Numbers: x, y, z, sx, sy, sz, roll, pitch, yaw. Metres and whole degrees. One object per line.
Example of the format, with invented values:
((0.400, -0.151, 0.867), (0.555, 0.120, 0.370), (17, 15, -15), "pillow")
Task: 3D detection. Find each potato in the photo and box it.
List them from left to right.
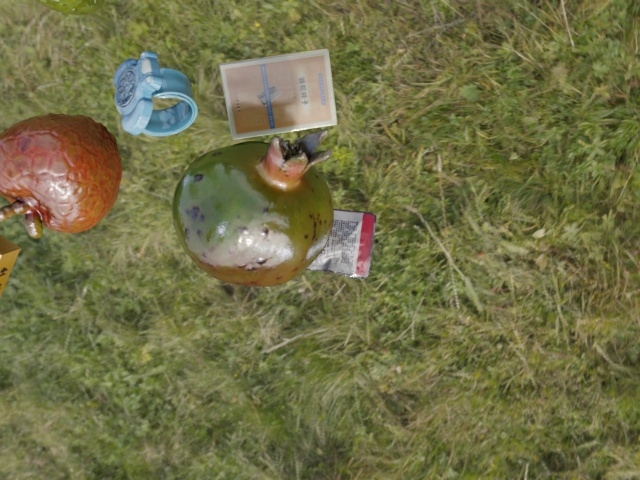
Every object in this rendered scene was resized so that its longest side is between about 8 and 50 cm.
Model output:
((-0.699, -0.696, 1.663), (0.148, 0.253, 0.186), (-37, 72, 29), "potato")

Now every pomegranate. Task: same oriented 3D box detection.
((-0.117, -0.079, 1.086), (0.291, 0.291, 0.323), (24, 132, 22), "pomegranate")

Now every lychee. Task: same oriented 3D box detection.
((-0.537, -0.131, 1.237), (0.255, 0.300, 0.255), (11, 141, 9), "lychee")

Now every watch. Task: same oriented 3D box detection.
((-0.408, -0.359, 1.557), (0.211, 0.193, 0.211), (-9, 76, 38), "watch")

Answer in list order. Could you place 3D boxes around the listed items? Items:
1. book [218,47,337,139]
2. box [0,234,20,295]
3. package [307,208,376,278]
((-0.091, -0.323, 1.356), (0.241, 0.018, 0.170), (-9, 110, -3), "book")
((-0.796, 0.022, 1.343), (0.237, 0.070, 0.152), (32, 108, 6), "box")
((0.000, 0.000, 1.387), (0.239, 0.030, 0.154), (7, 94, 9), "package")
